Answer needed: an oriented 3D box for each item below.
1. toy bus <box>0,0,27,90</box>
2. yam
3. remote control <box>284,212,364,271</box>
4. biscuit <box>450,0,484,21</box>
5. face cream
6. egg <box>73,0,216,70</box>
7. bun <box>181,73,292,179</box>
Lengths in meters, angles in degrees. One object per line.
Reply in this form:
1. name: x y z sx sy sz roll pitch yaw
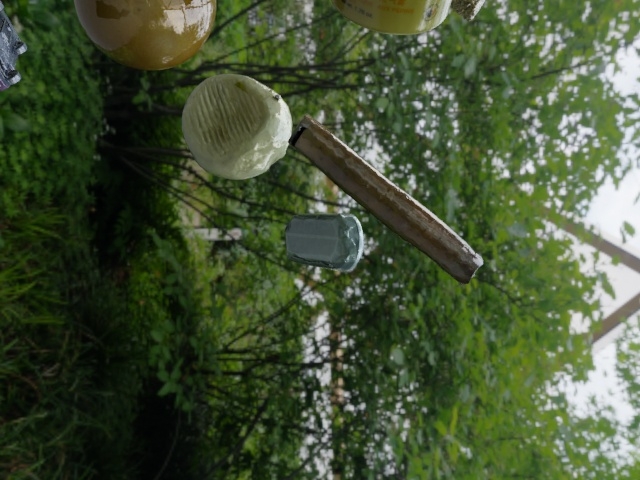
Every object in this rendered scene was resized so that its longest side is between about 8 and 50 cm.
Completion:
1. toy bus: -0.510 -0.287 0.912 0.178 0.098 0.087 -111 -175 -46
2. yam: 0.074 -0.045 0.690 0.046 0.264 0.046 -50 -179 1
3. remote control: 0.000 0.000 1.125 0.247 0.052 0.104 3 -91 61
4. biscuit: 0.348 -0.568 1.335 0.168 0.070 0.082 -56 -179 -4
5. face cream: 0.129 -0.475 0.999 0.179 0.218 0.218 101 -13 -53
6. egg: -0.321 -0.450 1.124 0.322 0.250 0.250 -114 -159 -53
7. bun: -0.189 -0.254 1.422 0.160 0.259 0.259 45 41 -72
